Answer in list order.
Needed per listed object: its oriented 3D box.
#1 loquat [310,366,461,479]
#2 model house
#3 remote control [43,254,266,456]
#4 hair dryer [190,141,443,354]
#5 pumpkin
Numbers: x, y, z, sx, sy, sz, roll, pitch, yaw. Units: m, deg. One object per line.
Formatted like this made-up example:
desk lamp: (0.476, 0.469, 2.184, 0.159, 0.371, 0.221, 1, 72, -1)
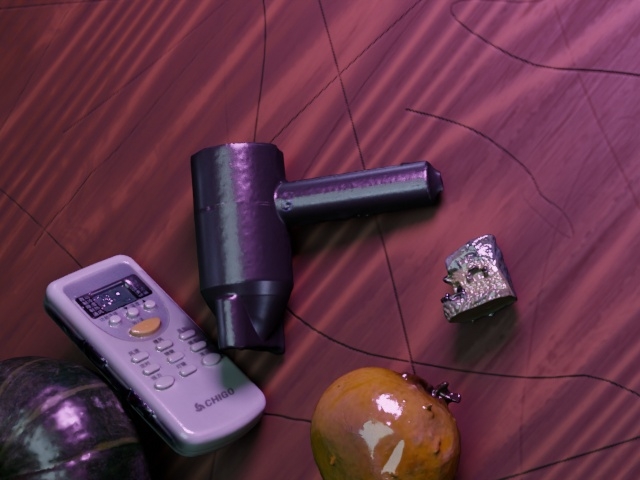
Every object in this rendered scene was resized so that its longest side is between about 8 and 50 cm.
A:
loquat: (0.065, 0.229, 1.649, 0.172, 0.149, 0.204, 42, 113, 20)
model house: (0.168, 0.042, 1.670, 0.078, 0.066, 0.083, -25, 71, 19)
remote control: (-0.199, 0.136, 1.799, 0.296, 0.140, 0.056, 43, 137, 25)
hair dryer: (0.000, 0.000, 1.747, 0.302, 0.116, 0.244, -9, 81, 18)
pumpkin: (-0.337, 0.284, 1.811, 0.300, 0.207, 0.300, 3, 96, 33)
